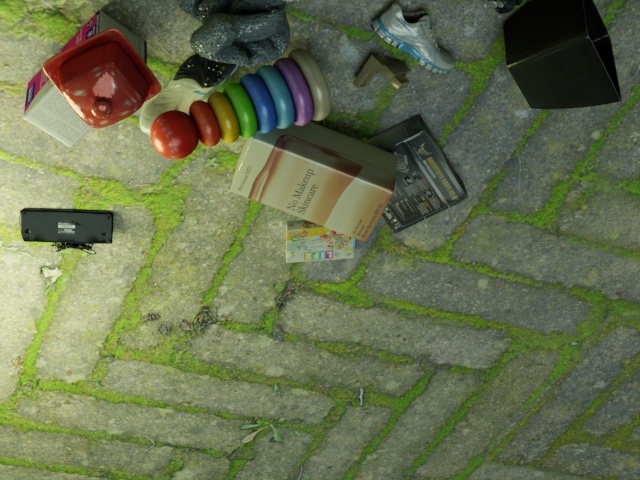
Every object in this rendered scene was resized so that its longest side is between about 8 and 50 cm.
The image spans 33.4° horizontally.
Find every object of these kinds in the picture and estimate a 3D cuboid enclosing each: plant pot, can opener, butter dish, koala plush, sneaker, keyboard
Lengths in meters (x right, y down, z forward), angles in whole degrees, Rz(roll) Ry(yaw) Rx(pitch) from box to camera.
[{"bbox_3d":[0.444,-0.355,1.999,0.167,0.187,0.188,-18,136,24],"label":"plant pot"},{"bbox_3d":[0.308,-0.486,1.932,0.059,0.073,0.186,5,147,44],"label":"can opener"},{"bbox_3d":[-0.373,-0.254,1.825,0.160,0.118,0.160,-23,133,13],"label":"butter dish"},{"bbox_3d":[-0.105,-0.429,1.825,0.203,0.196,0.221,10,132,-35],"label":"koala plush"},{"bbox_3d":[-0.243,-0.280,2.020,0.237,0.085,0.086,-38,161,18],"label":"sneaker"},{"bbox_3d":[-0.536,-0.023,2.252,0.192,0.038,0.100,3,110,-11],"label":"keyboard"},{"bbox_3d":[0.191,-0.382,1.997,0.191,0.071,0.083,25,120,-30],"label":"sneaker"}]

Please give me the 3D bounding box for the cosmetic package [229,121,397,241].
[{"bbox_3d":[-0.012,-0.132,2.111,0.296,0.129,0.153,20,129,-7],"label":"cosmetic package"}]

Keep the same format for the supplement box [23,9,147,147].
[{"bbox_3d":[-0.428,-0.291,1.941,0.220,0.111,0.114,-39,128,25],"label":"supplement box"}]

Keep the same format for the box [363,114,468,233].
[{"bbox_3d":[0.181,-0.135,2.244,0.183,0.056,0.231,-27,132,15],"label":"box"}]

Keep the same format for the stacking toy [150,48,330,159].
[{"bbox_3d":[-0.153,-0.235,1.959,0.330,0.141,0.141,-23,137,-15],"label":"stacking toy"}]

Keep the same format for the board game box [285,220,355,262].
[{"bbox_3d":[0.000,0.000,2.366,0.154,0.026,0.103,-5,135,-6],"label":"board game box"}]

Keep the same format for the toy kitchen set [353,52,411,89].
[{"bbox_3d":[0.126,-0.309,2.060,0.068,0.083,0.075,-25,157,-52],"label":"toy kitchen set"}]
